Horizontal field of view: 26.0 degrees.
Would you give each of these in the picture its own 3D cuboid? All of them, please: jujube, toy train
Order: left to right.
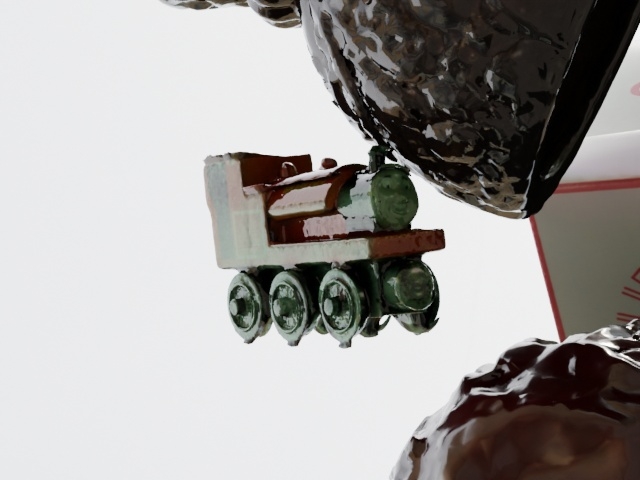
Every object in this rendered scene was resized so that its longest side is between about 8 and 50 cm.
[{"bbox_3d":[0.000,0.000,0.788,0.074,0.176,0.118,-7,-90,-34],"label":"toy train"},{"bbox_3d":[0.199,0.166,0.781,0.377,0.258,0.258,28,-99,-42],"label":"jujube"}]

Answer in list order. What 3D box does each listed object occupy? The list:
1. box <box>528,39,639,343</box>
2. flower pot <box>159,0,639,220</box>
[{"bbox_3d":[0.390,-0.004,1.259,0.300,0.312,0.314,-57,-44,-49],"label":"box"},{"bbox_3d":[0.051,-0.180,0.799,0.267,0.266,0.266,25,-99,13],"label":"flower pot"}]
